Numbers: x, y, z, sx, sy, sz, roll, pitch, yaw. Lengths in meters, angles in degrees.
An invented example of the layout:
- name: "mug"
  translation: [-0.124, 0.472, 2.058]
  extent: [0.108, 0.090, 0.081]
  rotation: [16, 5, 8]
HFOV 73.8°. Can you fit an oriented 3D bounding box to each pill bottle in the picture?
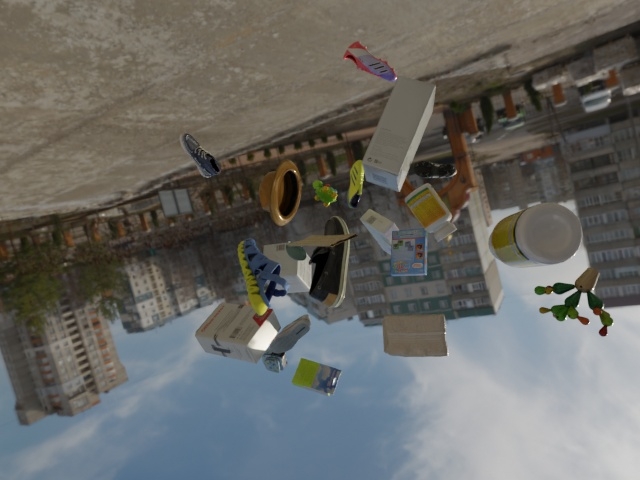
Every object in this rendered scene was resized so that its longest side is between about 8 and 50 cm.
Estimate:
- name: "pill bottle"
  translation: [0.426, -0.104, 1.634]
  extent: [0.118, 0.208, 0.117]
  rotation: [-32, 171, -6]
- name: "pill bottle"
  translation: [0.678, -0.006, 1.399]
  extent: [0.188, 0.187, 0.334]
  rotation: [-15, 174, 1]

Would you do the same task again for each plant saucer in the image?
- name: "plant saucer"
  translation: [-0.122, 0.057, 2.069]
  extent: [0.021, 0.119, 0.119]
  rotation: [-49, 165, 30]

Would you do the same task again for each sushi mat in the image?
- name: "sushi mat"
  translation: [0.000, 0.000, 1.816]
  extent: [0.152, 0.019, 0.317]
  rotation: [-22, -167, -35]

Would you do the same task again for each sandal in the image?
- name: "sandal"
  translation: [-0.198, 0.111, 1.480]
  extent: [0.138, 0.317, 0.126]
  rotation: [-22, 141, -5]

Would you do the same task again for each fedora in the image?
- name: "fedora"
  translation: [-0.125, -0.142, 1.250]
  extent: [0.079, 0.194, 0.194]
  rotation: [8, -166, 24]

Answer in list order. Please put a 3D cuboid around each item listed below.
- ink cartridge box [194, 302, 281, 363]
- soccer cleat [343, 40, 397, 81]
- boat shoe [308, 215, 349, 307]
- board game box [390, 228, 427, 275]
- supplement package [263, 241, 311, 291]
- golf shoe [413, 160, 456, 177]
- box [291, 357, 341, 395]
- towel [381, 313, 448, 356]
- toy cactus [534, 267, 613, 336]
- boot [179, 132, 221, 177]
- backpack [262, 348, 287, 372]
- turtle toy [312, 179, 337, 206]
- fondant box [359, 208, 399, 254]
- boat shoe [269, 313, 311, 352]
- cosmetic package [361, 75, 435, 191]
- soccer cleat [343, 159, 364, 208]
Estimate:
- name: "ink cartridge box"
  translation: [-0.332, 0.364, 1.716]
  extent: [0.273, 0.114, 0.197]
  rotation: [3, -143, 30]
- name: "soccer cleat"
  translation: [0.208, -0.729, 1.780]
  extent: [0.095, 0.248, 0.083]
  rotation: [-48, 171, 3]
- name: "boat shoe"
  translation: [0.034, 0.077, 2.027]
  extent: [0.156, 0.499, 0.186]
  rotation: [18, 143, -16]
- name: "board game box"
  translation: [0.400, 0.054, 1.929]
  extent: [0.160, 0.211, 0.039]
  rotation: [-4, 158, 29]
- name: "supplement package"
  translation: [-0.179, 0.155, 2.352]
  extent: [0.200, 0.197, 0.262]
  rotation: [-7, 153, 14]
- name: "golf shoe"
  translation: [0.519, -0.314, 1.931]
  extent: [0.198, 0.077, 0.094]
  rotation: [16, -170, 35]
- name: "box"
  translation: [-0.013, 0.551, 1.718]
  extent: [0.179, 0.042, 0.108]
  rotation: [12, -125, 18]
- name: "towel"
  translation: [0.415, 0.419, 1.893]
  extent: [0.283, 0.186, 0.049]
  rotation: [-6, 176, 19]
- name: "toy cactus"
  translation: [0.746, 0.166, 1.229]
  extent: [0.180, 0.112, 0.219]
  rotation: [-54, -146, -3]
- name: "boot"
  translation: [-0.449, -0.329, 1.616]
  extent: [0.086, 0.189, 0.069]
  rotation: [-3, -141, 41]
- name: "backpack"
  translation: [-0.236, 0.600, 2.136]
  extent: [0.115, 0.104, 0.084]
  rotation: [8, -148, 21]
- name: "turtle toy"
  translation: [0.019, -0.217, 1.899]
  extent: [0.095, 0.130, 0.066]
  rotation: [-43, -164, 47]
- name: "fondant box"
  translation: [0.406, -0.021, 2.569]
  extent: [0.096, 0.330, 0.238]
  rotation: [-46, -143, -4]
- name: "boat shoe"
  translation: [-0.121, 0.396, 1.805]
  extent: [0.226, 0.083, 0.075]
  rotation: [-36, -163, 21]
- name: "cosmetic package"
  translation: [0.309, -0.413, 1.676]
  extent: [0.156, 0.384, 0.217]
  rotation: [23, 175, 15]
- name: "soccer cleat"
  translation: [0.218, -0.325, 2.507]
  extent: [0.094, 0.288, 0.121]
  rotation: [0, -155, -32]
